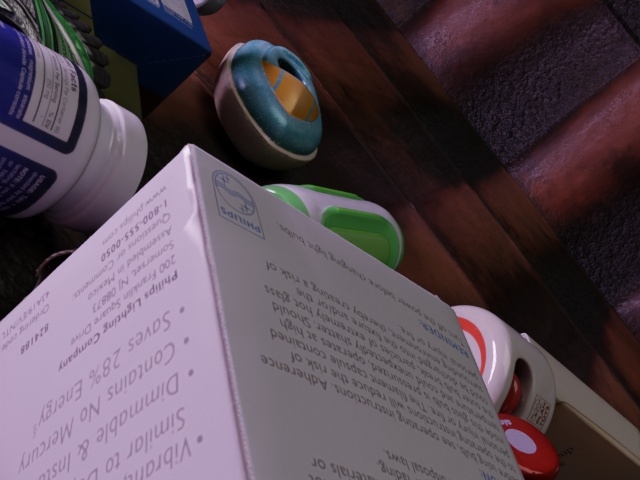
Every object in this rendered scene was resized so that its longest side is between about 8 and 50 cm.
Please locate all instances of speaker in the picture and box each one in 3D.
[{"bbox_3d":[0.000,0.000,1.267,0.131,0.131,0.296,59,23,19],"label":"speaker"}]

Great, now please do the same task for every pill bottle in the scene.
[{"bbox_3d":[-0.286,-0.108,0.837,0.265,0.153,0.153,29,31,-45],"label":"pill bottle"}]

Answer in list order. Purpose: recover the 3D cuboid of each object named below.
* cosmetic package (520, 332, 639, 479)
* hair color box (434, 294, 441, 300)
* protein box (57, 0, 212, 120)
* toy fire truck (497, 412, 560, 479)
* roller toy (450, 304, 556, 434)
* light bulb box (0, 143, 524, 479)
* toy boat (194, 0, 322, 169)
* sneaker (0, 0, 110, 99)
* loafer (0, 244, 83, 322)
[{"bbox_3d":[0.341,0.287,1.446,0.309,0.160,0.113,37,26,-30],"label":"cosmetic package"},{"bbox_3d":[0.171,0.156,1.460,0.093,0.053,0.167,51,20,-5],"label":"hair color box"},{"bbox_3d":[-0.266,-0.292,1.192,0.200,0.136,0.201,27,32,-46],"label":"protein box"},{"bbox_3d":[0.108,0.287,1.026,0.254,0.169,0.302,21,28,-6],"label":"toy fire truck"},{"bbox_3d":[0.194,0.195,1.254,0.146,0.191,0.209,36,26,-36],"label":"roller toy"},{"bbox_3d":[-0.075,0.223,0.451,0.225,0.358,0.361,30,31,-38],"label":"light bulb box"},{"bbox_3d":[-0.105,-0.246,1.422,0.318,0.148,0.267,40,24,-28],"label":"toy boat"},{"bbox_3d":[-0.352,-0.259,0.973,0.343,0.134,0.146,50,22,-4],"label":"sneaker"},{"bbox_3d":[-0.166,0.065,0.776,0.134,0.130,0.366,24,26,-2],"label":"loafer"}]
